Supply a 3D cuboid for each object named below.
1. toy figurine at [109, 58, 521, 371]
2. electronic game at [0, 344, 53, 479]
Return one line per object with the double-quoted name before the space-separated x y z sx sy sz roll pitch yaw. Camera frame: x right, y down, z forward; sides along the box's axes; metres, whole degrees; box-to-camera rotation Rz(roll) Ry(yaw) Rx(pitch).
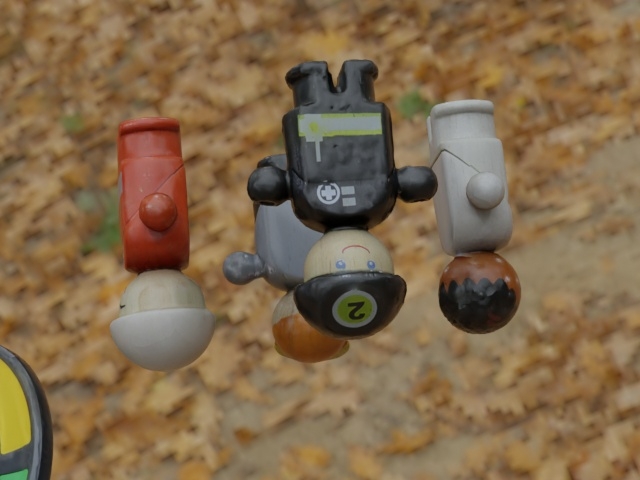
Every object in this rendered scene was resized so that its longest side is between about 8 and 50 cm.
"toy figurine" 0.000 0.000 1.121 0.213 0.148 0.209 -14 -15 34
"electronic game" -0.263 0.170 1.274 0.229 0.048 0.229 -20 53 29
